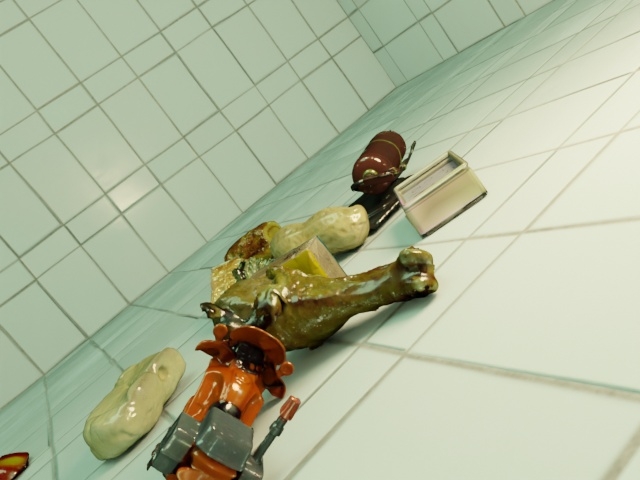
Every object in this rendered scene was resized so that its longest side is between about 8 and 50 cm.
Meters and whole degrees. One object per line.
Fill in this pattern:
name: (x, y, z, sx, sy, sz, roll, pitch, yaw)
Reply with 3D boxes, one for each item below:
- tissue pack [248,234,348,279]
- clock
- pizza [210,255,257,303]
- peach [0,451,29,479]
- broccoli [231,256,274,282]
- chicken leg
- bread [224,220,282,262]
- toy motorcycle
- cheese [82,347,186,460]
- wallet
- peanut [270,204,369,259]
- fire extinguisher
tissue pack: (-0.046, 0.087, 1.198, 0.169, 0.120, 0.082, -31, 14, 22)
clock: (0.219, -0.092, 1.233, 0.147, 0.071, 0.192, -35, 12, 10)
pizza: (-0.184, 0.111, 1.648, 0.204, 0.081, 0.188, -27, 35, 2)
peach: (-0.860, 0.616, 1.672, 0.279, 0.068, 0.189, -33, 10, 21)
broccoli: (-0.123, 0.114, 1.417, 0.122, 0.118, 0.204, -16, 22, -18)
chicken leg: (0.008, 0.098, 1.026, 0.361, 0.140, 0.211, -12, 3, 10)
bread: (-0.193, 0.024, 1.918, 0.172, 0.103, 0.132, -34, 8, 29)
toy motorcycle: (-0.127, 0.232, 0.864, 0.221, 0.147, 0.326, -58, 8, 5)
cheese: (-0.370, 0.324, 1.303, 0.159, 0.093, 0.263, -35, 13, 25)
wallet: (0.117, -0.079, 1.573, 0.247, 0.041, 0.323, -41, 10, -25)
peanut: (0.000, 0.000, 1.433, 0.256, 0.124, 0.123, -19, 20, 34)
fire extinguisher: (0.150, -0.181, 1.531, 0.141, 0.105, 0.341, -24, 14, 21)
